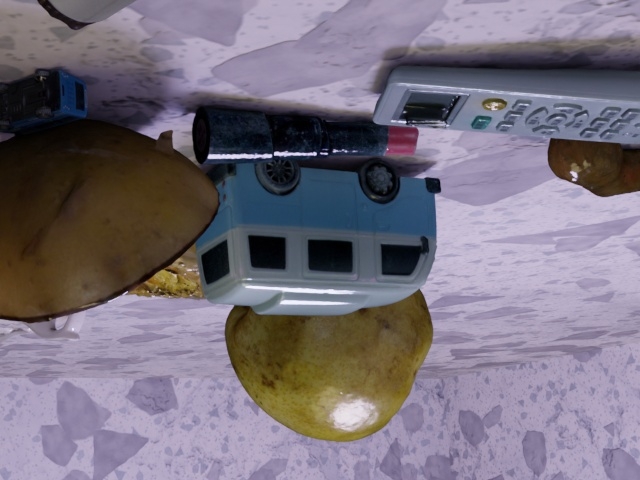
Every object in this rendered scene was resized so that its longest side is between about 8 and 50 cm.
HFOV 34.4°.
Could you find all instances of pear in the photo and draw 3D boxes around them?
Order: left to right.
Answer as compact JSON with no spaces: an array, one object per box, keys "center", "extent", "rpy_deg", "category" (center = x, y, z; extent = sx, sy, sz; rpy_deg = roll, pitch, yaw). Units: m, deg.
[{"center":[0.007,0.151,1.546],"extent":[0.304,0.304,0.304],"rpy_deg":[-4,167,-1],"category":"pear"}]

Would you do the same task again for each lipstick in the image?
[{"center":[-0.007,-0.098,1.006],"extent":[0.234,0.053,0.053],"rpy_deg":[0,166,-26],"category":"lipstick"}]

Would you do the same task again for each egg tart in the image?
[{"center":[-0.222,0.018,1.334],"extent":[0.231,0.098,0.252],"rpy_deg":[-2,164,18],"category":"egg tart"}]

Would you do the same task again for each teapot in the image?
[{"center":[-0.438,0.090,1.463],"extent":[0.298,0.139,0.204],"rpy_deg":[-15,160,40],"category":"teapot"}]

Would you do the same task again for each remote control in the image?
[{"center":[0.198,-0.128,0.934],"extent":[0.293,0.051,0.103],"rpy_deg":[1,166,-6],"category":"remote control"}]

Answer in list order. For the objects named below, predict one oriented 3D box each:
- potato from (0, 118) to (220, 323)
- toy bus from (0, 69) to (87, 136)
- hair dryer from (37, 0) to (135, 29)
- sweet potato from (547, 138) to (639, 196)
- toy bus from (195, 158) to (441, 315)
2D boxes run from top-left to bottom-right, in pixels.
[{"center":[-0.223,-0.042,0.916],"extent":[0.239,0.116,0.299],"rpy_deg":[-32,-153,-26],"category":"potato"},{"center":[-0.240,-0.115,0.877],"extent":[0.083,0.038,0.046],"rpy_deg":[-10,169,29],"category":"toy bus"},{"center":[-0.073,-0.178,0.540],"extent":[0.203,0.128,0.362],"rpy_deg":[6,171,-37],"category":"hair dryer"},{"center":[0.318,-0.083,1.140],"extent":[0.081,0.062,0.233],"rpy_deg":[-17,164,39],"category":"sweet potato"},{"center":[0.000,0.000,1.156],"extent":[0.271,0.165,0.133],"rpy_deg":[3,164,-28],"category":"toy bus"}]
